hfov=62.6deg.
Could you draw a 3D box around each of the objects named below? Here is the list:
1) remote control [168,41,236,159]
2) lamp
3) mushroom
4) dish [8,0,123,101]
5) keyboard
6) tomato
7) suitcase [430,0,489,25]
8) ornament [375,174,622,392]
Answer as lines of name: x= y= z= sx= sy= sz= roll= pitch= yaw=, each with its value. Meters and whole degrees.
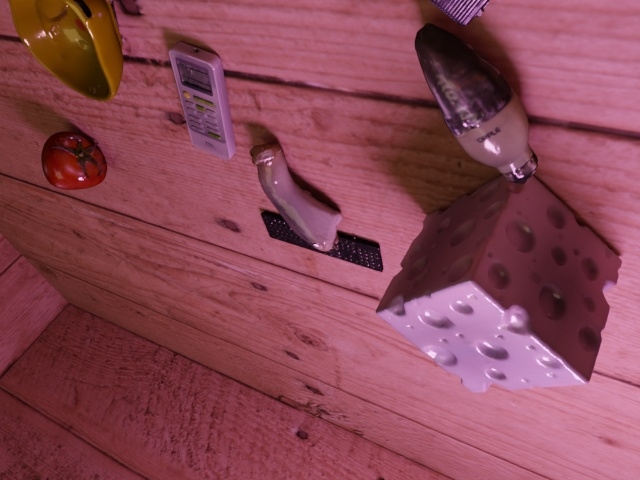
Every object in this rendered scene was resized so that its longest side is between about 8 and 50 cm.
remote control: x=-0.226 y=-0.265 z=1.034 sx=0.103 sy=0.034 sz=0.250 roll=24 pitch=148 yaw=14
lamp: x=0.206 y=-0.178 z=0.697 sx=0.250 sy=0.101 sz=0.101 roll=46 pitch=147 yaw=-18
mushroom: x=-0.049 y=-0.083 z=1.078 sx=0.096 sy=0.099 sz=0.278 roll=-18 pitch=120 yaw=46
dish: x=-0.451 y=-0.398 z=0.976 sx=0.221 sy=0.108 sz=0.262 roll=31 pitch=151 yaw=4
keyboard: x=0.000 y=0.000 z=1.222 sx=0.310 sy=0.018 sz=0.101 roll=17 pitch=147 yaw=24
tomato: x=-0.663 y=-0.207 z=1.399 sx=0.167 sy=0.167 sz=0.167 roll=23 pitch=148 yaw=15
suitcase: x=0.170 y=-0.308 z=0.582 sx=0.086 sy=0.059 sz=0.126 roll=37 pitch=149 yaw=-5
ornament: x=0.284 y=0.074 z=0.853 sx=0.239 sy=0.239 sz=0.240 roll=40 pitch=149 yaw=-10
